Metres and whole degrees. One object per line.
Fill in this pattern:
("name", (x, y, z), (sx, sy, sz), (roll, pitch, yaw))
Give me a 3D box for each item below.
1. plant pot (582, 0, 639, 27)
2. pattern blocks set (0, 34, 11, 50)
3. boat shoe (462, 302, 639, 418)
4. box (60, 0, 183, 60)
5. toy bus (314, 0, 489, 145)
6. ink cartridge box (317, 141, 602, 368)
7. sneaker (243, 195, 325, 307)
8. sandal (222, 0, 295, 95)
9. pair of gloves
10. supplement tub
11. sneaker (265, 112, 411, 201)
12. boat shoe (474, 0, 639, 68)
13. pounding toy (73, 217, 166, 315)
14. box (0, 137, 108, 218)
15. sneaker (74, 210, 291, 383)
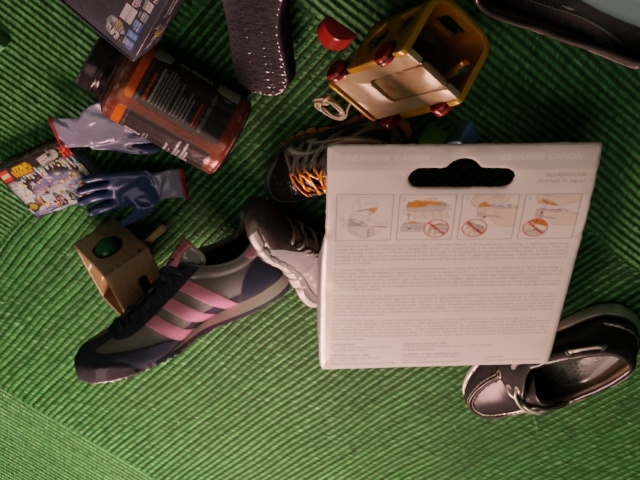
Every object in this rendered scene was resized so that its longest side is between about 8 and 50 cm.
("plant pot", (0.280, -0.316, 0.921), (0.255, 0.272, 0.272), (21, 137, 18))
("pattern blocks set", (-0.488, -0.350, 1.264), (0.285, 0.026, 0.325), (-6, 131, 22))
("boat shoe", (0.308, 0.187, 1.493), (0.114, 0.091, 0.302), (34, 133, -17))
("box", (-0.212, -0.333, 1.147), (0.183, 0.059, 0.233), (41, 132, -1))
("toy bus", (0.091, -0.196, 1.182), (0.202, 0.104, 0.191), (24, 161, 19))
("ink cartridge box", (0.151, 0.007, 1.317), (0.308, 0.091, 0.385), (-1, 134, -2))
("sneaker", (0.000, 0.000, 1.414), (0.132, 0.086, 0.229), (-15, 144, 20))
("sandal", (-0.066, -0.278, 1.195), (0.097, 0.054, 0.254), (19, 139, 13))
("pair of gloves", (-0.259, -0.104, 1.412), (0.159, 0.023, 0.198), (-7, 126, 11))
("supplement tub", (-0.189, -0.169, 1.292), (0.198, 0.106, 0.106), (29, 134, -12))
("sneaker", (0.011, -0.092, 1.323), (0.215, 0.083, 0.084), (-25, 124, 36))
("boat shoe", (0.307, -0.225, 1.097), (0.335, 0.095, 0.112), (17, 135, 0))
("pounding toy", (-0.261, 0.032, 1.499), (0.130, 0.100, 0.141), (35, 153, 46))
("box", (-0.366, -0.087, 1.477), (0.137, 0.027, 0.094), (-18, 125, 30))
("sneaker", (-0.197, 0.069, 1.434), (0.112, 0.319, 0.131), (30, 144, 56))
